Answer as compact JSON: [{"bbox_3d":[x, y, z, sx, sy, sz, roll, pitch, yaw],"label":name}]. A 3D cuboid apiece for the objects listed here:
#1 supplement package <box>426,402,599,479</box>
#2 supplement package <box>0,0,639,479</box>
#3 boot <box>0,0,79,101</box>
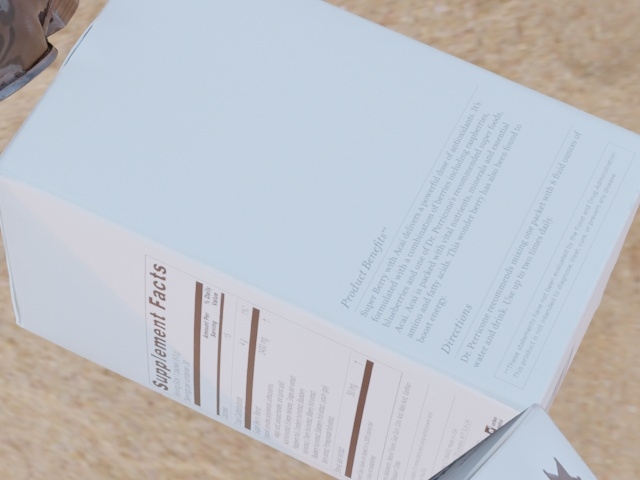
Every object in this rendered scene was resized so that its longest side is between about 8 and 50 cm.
[{"bbox_3d":[-0.016,0.209,0.416,0.263,0.198,0.199,-39,85,26],"label":"supplement package"},{"bbox_3d":[0.000,0.000,1.002,0.293,0.175,0.177,25,61,10],"label":"supplement package"},{"bbox_3d":[-0.138,-0.106,0.663,0.037,0.106,0.114,-30,113,18],"label":"boot"}]
